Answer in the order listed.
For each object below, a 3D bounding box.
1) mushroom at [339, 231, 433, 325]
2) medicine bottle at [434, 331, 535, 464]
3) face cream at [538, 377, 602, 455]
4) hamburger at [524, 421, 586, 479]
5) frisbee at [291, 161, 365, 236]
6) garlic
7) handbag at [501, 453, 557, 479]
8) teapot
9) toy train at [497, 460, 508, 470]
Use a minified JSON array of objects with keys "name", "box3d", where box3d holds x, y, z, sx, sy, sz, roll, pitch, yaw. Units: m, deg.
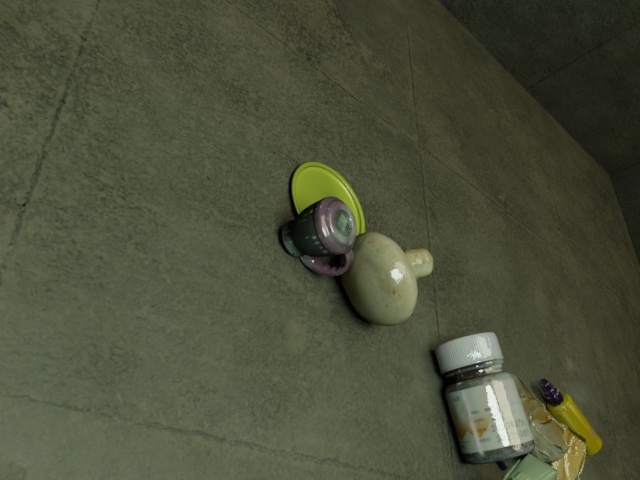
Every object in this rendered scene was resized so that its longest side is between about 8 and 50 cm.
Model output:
[{"name":"mushroom","box3d":[0.147,0.083,1.189,0.209,0.206,0.207,2,60,-6]},{"name":"medicine bottle","box3d":[0.375,0.364,1.305,0.165,0.165,0.274,7,61,-46]},{"name":"face cream","box3d":[0.738,0.521,1.677,0.273,0.078,0.078,52,39,-12]},{"name":"hamburger","box3d":[0.584,0.582,1.457,0.155,0.135,0.208,30,60,-12]},{"name":"frisbee","box3d":[0.019,-0.076,1.298,0.235,0.017,0.236,26,50,-35]},{"name":"garlic","box3d":[0.496,0.451,1.399,0.178,0.143,0.230,26,32,-40]},{"name":"handbag","box3d":[0.403,0.596,1.187,0.219,0.079,0.256,-16,116,-35]},{"name":"teapot","box3d":[0.001,-0.009,1.137,0.148,0.146,0.116,43,47,-33]},{"name":"toy train","box3d":[0.434,0.531,1.385,0.083,0.017,0.017,55,38,-7]}]
